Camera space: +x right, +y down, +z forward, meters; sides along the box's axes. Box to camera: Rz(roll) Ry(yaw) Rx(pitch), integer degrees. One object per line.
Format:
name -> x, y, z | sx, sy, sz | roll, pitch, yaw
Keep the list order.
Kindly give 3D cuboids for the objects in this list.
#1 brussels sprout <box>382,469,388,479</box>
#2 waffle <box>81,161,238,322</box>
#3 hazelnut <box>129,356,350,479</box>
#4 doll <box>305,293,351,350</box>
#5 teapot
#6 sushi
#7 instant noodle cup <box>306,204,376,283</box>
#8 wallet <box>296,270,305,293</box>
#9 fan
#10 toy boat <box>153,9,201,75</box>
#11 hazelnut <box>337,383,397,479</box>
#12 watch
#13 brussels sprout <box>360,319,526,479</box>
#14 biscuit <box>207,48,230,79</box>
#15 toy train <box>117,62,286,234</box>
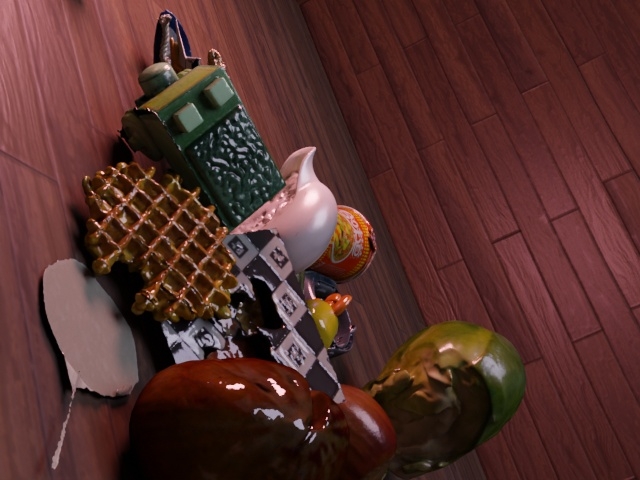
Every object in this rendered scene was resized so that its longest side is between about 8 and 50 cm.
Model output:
brussels sprout -> 0.075, 0.389, 1.610 | 0.181, 0.100, 0.139 | 46, 0, -27
waffle -> -0.209, 0.002, 1.093 | 0.229, 0.051, 0.231 | 10, 54, -44
hazelnut -> -0.089, 0.230, 0.935 | 0.252, 0.217, 0.217 | 34, 26, -24
doll -> -0.039, 0.151, 1.427 | 0.135, 0.143, 0.221 | 62, 38, -12
teapot -> -0.077, -0.020, 1.401 | 0.298, 0.204, 0.139 | -51, 124, -26
sushi -> -0.122, 0.130, 1.182 | 0.294, 0.059, 0.292 | -6, 68, -50
instant noodle cup -> 0.000, 0.000, 1.872 | 0.212, 0.193, 0.193 | 12, 54, -65
wallet -> -0.121, 0.000, 1.557 | 0.236, 0.055, 0.160 | 34, 33, -36
fan -> -0.258, 0.134, 0.896 | 0.182, 0.010, 0.310 | 58, 11, -26
toy boat -> -0.222, -0.287, 1.438 | 0.291, 0.067, 0.220 | 27, -49, 61
hazelnut -> 0.015, 0.321, 1.326 | 0.210, 0.210, 0.186 | 31, 59, -69
watch -> 0.010, 0.168, 1.821 | 0.206, 0.068, 0.192 | 32, 38, -62
brussels sprout -> 0.261, 0.333, 1.783 | 0.276, 0.371, 0.315 | 47, 18, 7
biscuit -> -0.172, -0.220, 1.441 | 0.237, 0.026, 0.131 | 122, -49, -70
toy train -> -0.179, -0.142, 1.270 | 0.188, 0.159, 0.271 | 16, -38, 52
